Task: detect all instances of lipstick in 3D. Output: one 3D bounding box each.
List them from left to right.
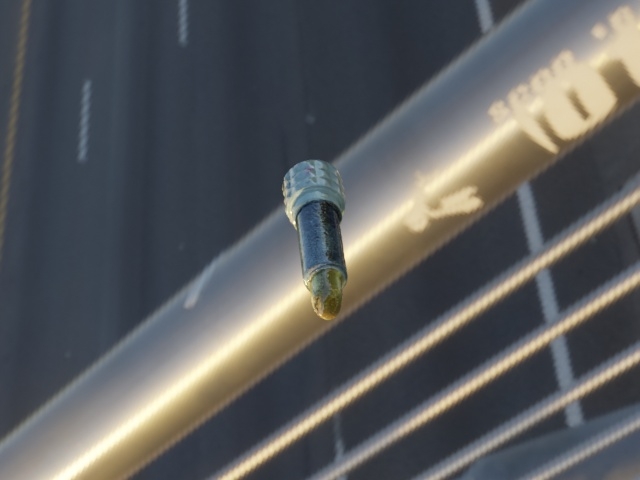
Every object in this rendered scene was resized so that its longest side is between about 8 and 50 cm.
[{"bbox_3d":[0.000,0.000,0.743,0.037,0.037,0.116,-47,28,25],"label":"lipstick"}]
